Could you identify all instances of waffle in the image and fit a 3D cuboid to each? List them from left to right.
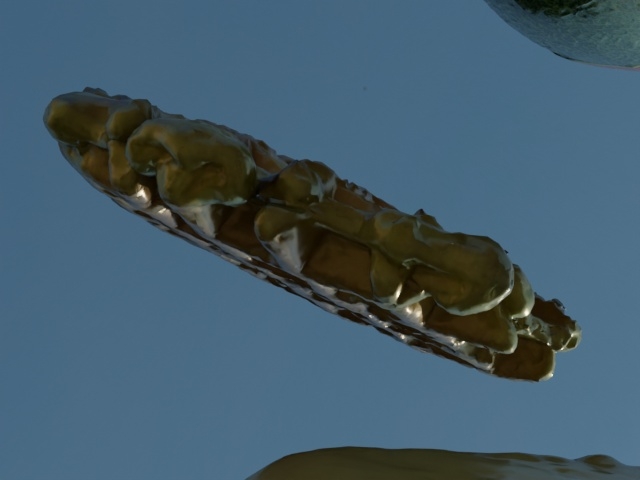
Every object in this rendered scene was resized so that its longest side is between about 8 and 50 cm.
[{"bbox_3d":[-0.001,0.000,0.874,0.282,0.301,0.058,24,-93,-1],"label":"waffle"}]

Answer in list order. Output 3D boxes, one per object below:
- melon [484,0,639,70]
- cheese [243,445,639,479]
[{"bbox_3d":[0.173,-0.176,0.928,0.182,0.288,0.182,4,-84,38],"label":"melon"},{"bbox_3d":[0.126,0.262,0.700,0.384,0.104,0.384,-2,-83,-18],"label":"cheese"}]
